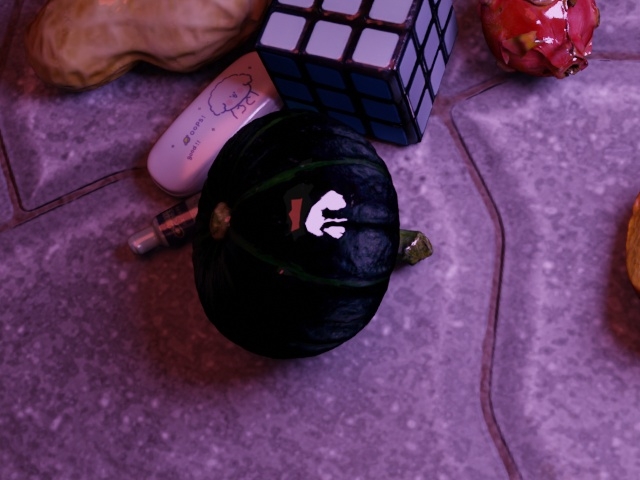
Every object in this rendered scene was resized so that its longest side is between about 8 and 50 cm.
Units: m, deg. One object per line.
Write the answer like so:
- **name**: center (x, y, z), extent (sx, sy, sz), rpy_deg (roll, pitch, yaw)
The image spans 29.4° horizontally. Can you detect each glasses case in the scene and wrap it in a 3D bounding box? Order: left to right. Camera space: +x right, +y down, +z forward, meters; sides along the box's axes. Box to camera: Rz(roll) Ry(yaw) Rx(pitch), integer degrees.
- **glasses case**: center (-0.113, -0.131, 1.370), extent (0.076, 0.049, 0.197), rpy_deg (40, 82, 25)

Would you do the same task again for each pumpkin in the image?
- **pumpkin**: center (0.000, 0.000, 1.213), extent (0.248, 0.248, 0.248), rpy_deg (-5, 67, 12)

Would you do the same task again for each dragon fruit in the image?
- **dragon fruit**: center (0.228, -0.232, 1.287), extent (0.133, 0.136, 0.166), rpy_deg (-42, 48, 32)

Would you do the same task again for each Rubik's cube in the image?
- **Rubik's cube**: center (0.043, -0.216, 1.305), extent (0.162, 0.160, 0.163), rpy_deg (13, 71, 19)

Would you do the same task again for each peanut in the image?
- **peanut**: center (-0.199, -0.258, 1.399), extent (0.305, 0.147, 0.147), rpy_deg (-7, 66, 11)

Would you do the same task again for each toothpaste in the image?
- **toothpaste**: center (-0.112, -0.041, 1.342), extent (0.216, 0.037, 0.062), rpy_deg (-26, 65, -3)

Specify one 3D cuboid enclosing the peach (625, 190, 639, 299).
- **peach**: center (0.367, -0.003, 1.120), extent (0.190, 0.190, 0.192), rpy_deg (-42, 79, -5)
